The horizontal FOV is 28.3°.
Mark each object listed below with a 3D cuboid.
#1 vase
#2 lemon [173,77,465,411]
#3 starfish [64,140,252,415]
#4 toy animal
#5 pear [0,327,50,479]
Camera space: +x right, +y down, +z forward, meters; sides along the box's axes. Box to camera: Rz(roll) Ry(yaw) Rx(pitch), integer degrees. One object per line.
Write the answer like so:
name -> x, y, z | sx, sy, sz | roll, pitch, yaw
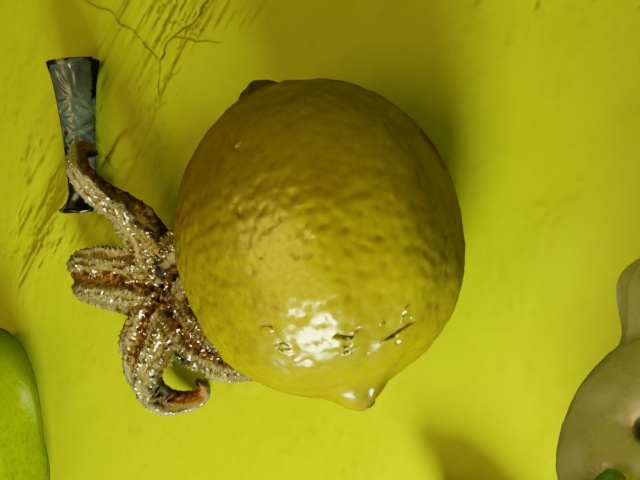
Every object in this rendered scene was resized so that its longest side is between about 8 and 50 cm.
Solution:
vase -> -0.263, -0.114, 1.379 | 0.059, 0.059, 0.167 | 0, 95, 39
lemon -> 0.000, -0.001, 1.063 | 0.267, 0.267, 0.267 | 6, 100, 38
starfish -> -0.151, 0.029, 1.281 | 0.303, 0.113, 0.312 | -42, 79, 37
toy animal -> 0.250, 0.173, 0.901 | 0.183, 0.247, 0.310 | 11, 119, 21
pear -> -0.408, 0.260, 1.478 | 0.286, 0.176, 0.281 | -31, 78, 42
